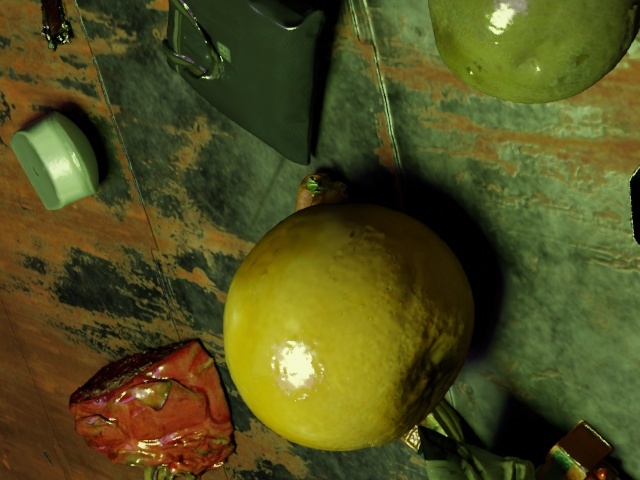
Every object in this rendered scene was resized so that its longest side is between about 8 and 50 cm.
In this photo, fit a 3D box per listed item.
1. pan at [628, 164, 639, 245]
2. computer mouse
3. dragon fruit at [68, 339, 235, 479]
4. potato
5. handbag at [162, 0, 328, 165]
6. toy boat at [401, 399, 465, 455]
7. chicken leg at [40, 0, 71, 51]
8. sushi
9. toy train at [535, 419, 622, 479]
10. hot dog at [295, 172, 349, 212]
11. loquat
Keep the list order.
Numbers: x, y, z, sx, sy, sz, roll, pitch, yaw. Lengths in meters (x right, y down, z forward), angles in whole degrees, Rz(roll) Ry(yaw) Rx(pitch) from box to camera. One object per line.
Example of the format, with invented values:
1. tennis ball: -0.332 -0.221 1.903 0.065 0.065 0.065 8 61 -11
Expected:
1. pan: 0.340 -0.053 1.139 0.128 0.048 0.202 46 131 13
2. computer mouse: -0.356 -0.107 1.893 0.231 0.079 0.128 3 119 67
3. dragon fruit: -0.250 0.280 2.016 0.317 0.152 0.205 -22 102 54
4. potato: 0.180 -0.217 1.108 0.178 0.160 0.235 31 130 -7
5. handbag: -0.085 -0.209 1.469 0.211 0.089 0.254 35 152 17
6. toy boat: 0.102 0.199 1.610 0.172 0.066 0.065 40 145 20
7. chicken leg: -0.360 -0.352 1.715 0.106 0.051 0.253 9 126 53
8. sushi: 0.179 0.287 1.500 0.273 0.109 0.134 73 -176 -63
9. toy train: 0.296 0.284 1.449 0.176 0.074 0.118 44 140 20
10. hot dog: 0.000 0.000 1.572 0.072 0.055 0.188 -115 25 -47
11. loquat: 0.029 0.092 1.435 0.263 0.263 0.263 30 138 31
